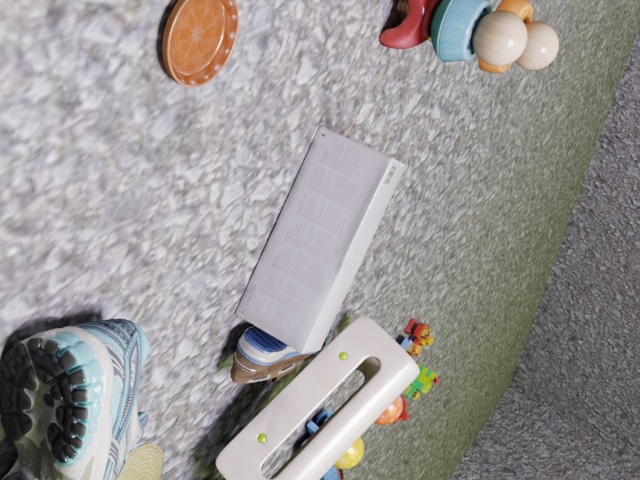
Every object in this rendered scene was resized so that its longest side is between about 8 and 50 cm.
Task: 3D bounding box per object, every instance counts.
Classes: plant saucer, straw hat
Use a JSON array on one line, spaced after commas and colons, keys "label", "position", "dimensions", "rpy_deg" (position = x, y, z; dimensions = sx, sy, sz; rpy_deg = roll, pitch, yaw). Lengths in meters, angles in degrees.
[{"label": "plant saucer", "position": [-0.096, -0.163, 0.616], "dimensions": [0.083, 0.013, 0.083], "rpy_deg": [-46, 151, -34]}, {"label": "straw hat", "position": [-0.198, 0.301, 0.853], "dimensions": [0.144, 0.061, 0.144], "rpy_deg": [-47, 153, -34]}]

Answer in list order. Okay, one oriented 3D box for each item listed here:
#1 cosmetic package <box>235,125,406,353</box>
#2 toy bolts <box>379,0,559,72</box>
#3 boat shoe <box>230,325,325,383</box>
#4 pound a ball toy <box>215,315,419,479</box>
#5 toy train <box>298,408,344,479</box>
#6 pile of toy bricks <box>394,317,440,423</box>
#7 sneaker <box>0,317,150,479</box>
[{"label": "cosmetic package", "position": [0.000, 0.000, 0.890], "dimensions": [0.239, 0.099, 0.060], "rpy_deg": [-65, 159, 7]}, {"label": "toy bolts", "position": [0.200, -0.287, 0.910], "dimensions": [0.228, 0.158, 0.218], "rpy_deg": [-35, 145, -47]}, {"label": "boat shoe", "position": [-0.058, 0.139, 0.975], "dimensions": [0.066, 0.066, 0.183], "rpy_deg": [-56, 156, 15]}, {"label": "pound a ball toy", "position": [0.014, 0.239, 1.065], "dimensions": [0.319, 0.136, 0.208], "rpy_deg": [-42, 171, -17]}, {"label": "toy train", "position": [0.009, 0.369, 1.341], "dimensions": [0.105, 0.080, 0.184], "rpy_deg": [-44, 152, -23]}, {"label": "pile of toy bricks", "position": [0.186, 0.267, 1.559], "dimensions": [0.212, 0.105, 0.118], "rpy_deg": [-56, 156, -15]}, {"label": "sneaker", "position": [-0.202, 0.195, 0.671], "dimensions": [0.122, 0.110, 0.283], "rpy_deg": [-25, 137, -60]}]
